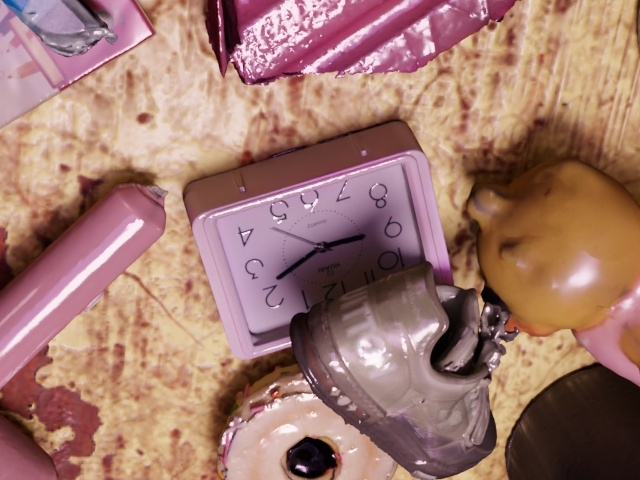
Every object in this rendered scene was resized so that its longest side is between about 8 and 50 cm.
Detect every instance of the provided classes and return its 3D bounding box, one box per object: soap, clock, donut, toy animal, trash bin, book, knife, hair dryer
[{"bbox_3d":[0.039,-0.214,0.951,0.289,0.112,0.182,-35,118,6],"label":"soap"},{"bbox_3d":[0.000,0.000,1.079,0.197,0.063,0.150,-17,119,-4],"label":"clock"},{"bbox_3d":[-0.012,0.181,1.167,0.174,0.068,0.175,-4,115,-9],"label":"donut"},{"bbox_3d":[0.244,0.031,1.088,0.281,0.195,0.169,21,120,-5],"label":"toy animal"},{"bbox_3d":[0.302,0.256,1.142,0.203,0.301,0.252,7,113,-15],"label":"trash bin"},{"bbox_3d":[-0.259,-0.160,0.963,0.232,0.022,0.162,-30,115,4],"label":"book"},{"bbox_3d":[-0.260,-0.233,0.907,0.044,0.026,0.296,-40,107,14],"label":"knife"},{"bbox_3d":[-0.237,0.094,1.052,0.352,0.125,0.210,-43,118,3],"label":"hair dryer"}]

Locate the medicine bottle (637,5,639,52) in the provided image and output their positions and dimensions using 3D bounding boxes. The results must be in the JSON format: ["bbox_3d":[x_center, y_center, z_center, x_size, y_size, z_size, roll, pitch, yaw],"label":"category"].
[{"bbox_3d":[0.389,-0.121,0.947,0.208,0.340,0.208,-5,118,-10],"label":"medicine bottle"}]

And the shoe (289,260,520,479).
[{"bbox_3d":[0.109,0.110,1.078,0.149,0.109,0.293,-26,144,23],"label":"shoe"}]
